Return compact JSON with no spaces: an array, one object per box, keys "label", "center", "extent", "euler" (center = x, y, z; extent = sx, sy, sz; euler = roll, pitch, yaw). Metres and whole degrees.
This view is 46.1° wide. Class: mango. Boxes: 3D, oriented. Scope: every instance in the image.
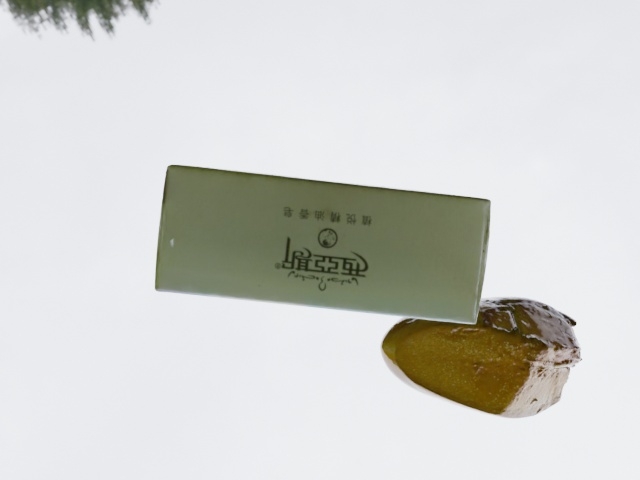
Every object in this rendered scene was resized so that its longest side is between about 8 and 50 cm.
[{"label":"mango","center":[0.250,0.182,1.183],"extent":[0.350,0.199,0.201],"euler":[4,-114,-19]}]

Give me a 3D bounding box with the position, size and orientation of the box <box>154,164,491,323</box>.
[{"label":"box","center":[0.000,0.003,0.714],"extent":[0.274,0.203,0.116],"euler":[6,-89,-2]}]
